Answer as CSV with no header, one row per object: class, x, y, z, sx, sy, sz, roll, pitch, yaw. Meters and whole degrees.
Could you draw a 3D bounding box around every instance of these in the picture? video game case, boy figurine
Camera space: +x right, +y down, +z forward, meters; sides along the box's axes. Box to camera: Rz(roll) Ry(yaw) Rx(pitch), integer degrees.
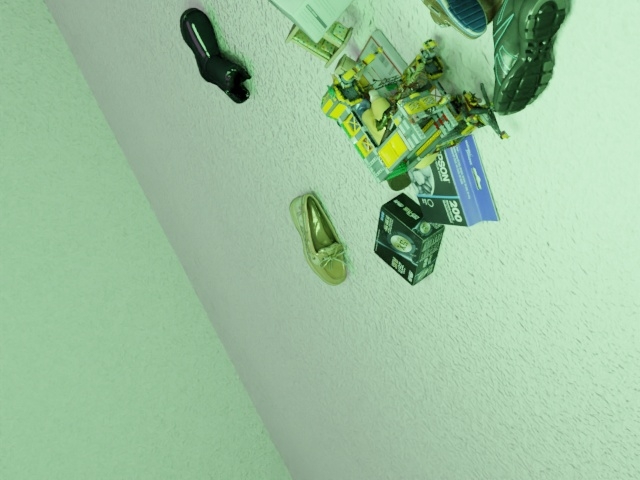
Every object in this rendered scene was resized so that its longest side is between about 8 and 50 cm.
video game case,0.135,-0.318,1.788,0.204,0.025,0.285,54,153,8
boy figurine,0.142,-0.247,1.696,0.285,0.092,0.177,37,156,40

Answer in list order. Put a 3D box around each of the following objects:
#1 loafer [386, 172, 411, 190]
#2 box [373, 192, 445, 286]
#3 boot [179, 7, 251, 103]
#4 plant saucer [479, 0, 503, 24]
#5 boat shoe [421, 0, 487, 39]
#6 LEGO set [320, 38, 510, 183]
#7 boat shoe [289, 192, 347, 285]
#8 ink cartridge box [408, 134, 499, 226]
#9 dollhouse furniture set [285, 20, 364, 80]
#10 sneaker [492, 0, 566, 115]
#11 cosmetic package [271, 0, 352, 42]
loafer,0.167,-0.164,1.824,0.148,0.056,0.050,41,-154,-54
box,0.215,-0.001,1.923,0.147,0.078,0.180,43,149,27
boot,-0.290,-0.523,2.211,0.207,0.094,0.246,38,154,41
plant saucer,0.263,-0.478,1.395,0.199,0.036,0.198,41,149,32
boat shoe,0.233,-0.421,1.404,0.183,0.066,0.066,58,160,22
LEGO set,0.186,-0.267,1.454,0.192,0.331,0.254,-45,64,55
boat shoe,0.000,0.000,2.257,0.285,0.105,0.089,62,156,-5
ink cartridge box,0.280,-0.129,1.718,0.208,0.045,0.206,6,122,57
dollhouse furniture set,0.044,-0.469,1.711,0.182,0.160,0.101,29,148,-15
sneaker,0.349,-0.339,1.358,0.267,0.101,0.106,97,152,-47
cosmetic package,-0.028,-0.565,1.556,0.224,0.224,0.138,45,-173,24
